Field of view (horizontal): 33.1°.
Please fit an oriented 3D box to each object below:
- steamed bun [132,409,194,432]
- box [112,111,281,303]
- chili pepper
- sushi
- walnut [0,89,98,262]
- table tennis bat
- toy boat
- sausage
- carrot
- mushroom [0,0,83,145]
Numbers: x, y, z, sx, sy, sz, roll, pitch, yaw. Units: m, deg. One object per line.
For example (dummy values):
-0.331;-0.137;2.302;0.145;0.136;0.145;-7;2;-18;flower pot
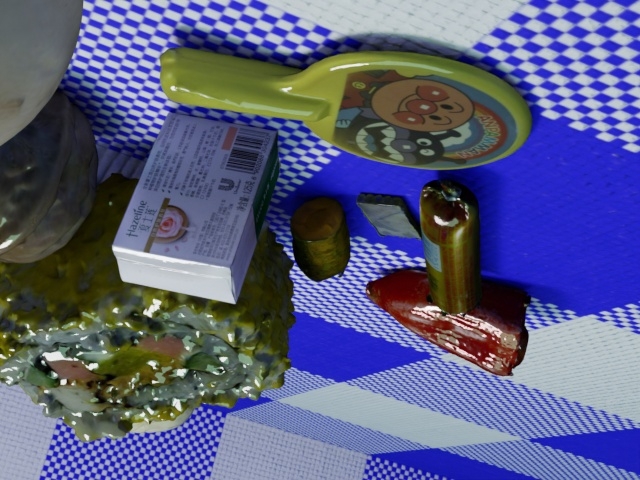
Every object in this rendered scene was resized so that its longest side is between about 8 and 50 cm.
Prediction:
-0.343;0.163;1.893;0.352;0.247;0.339;24;145;-3;steamed bun
-0.133;-0.039;1.201;0.135;0.199;0.081;11;145;9;box
0.184;0.104;1.569;0.253;0.136;0.144;19;-170;9;chili pepper
-0.232;0.096;1.430;0.397;0.240;0.351;-15;144;16;sushi
-0.363;-0.076;1.241;0.224;0.224;0.224;13;162;4;walnut
0.023;-0.134;1.049;0.369;0.054;0.224;10;161;-1;table tennis bat
0.090;-0.029;1.369;0.063;0.016;0.115;7;160;23;toy boat
0.160;0.007;1.331;0.082;0.082;0.371;10;161;12;sausage
0.000;0.000;1.422;0.082;0.082;0.173;11;157;9;carrot
-0.364;-0.215;0.818;0.362;0.294;0.362;-7;142;-6;mushroom
